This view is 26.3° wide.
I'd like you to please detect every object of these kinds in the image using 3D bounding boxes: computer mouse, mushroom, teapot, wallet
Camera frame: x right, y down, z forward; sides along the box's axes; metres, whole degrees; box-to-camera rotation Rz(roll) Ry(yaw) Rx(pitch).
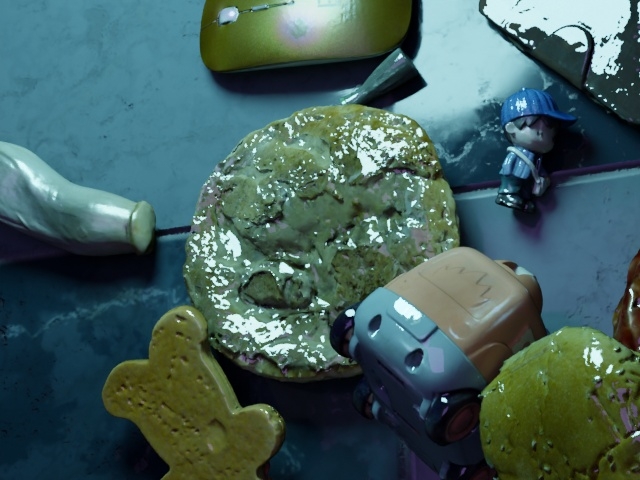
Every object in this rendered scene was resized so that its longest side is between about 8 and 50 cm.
[{"bbox_3d":[-0.028,-0.305,1.847,0.310,0.072,0.158,-3,73,22],"label":"computer mouse"},{"bbox_3d":[-0.377,-0.054,1.907,0.351,0.097,0.109,23,88,21],"label":"mushroom"},{"bbox_3d":[0.073,-0.202,1.795,0.110,0.043,0.043,-37,66,11],"label":"teapot"},{"bbox_3d":[0.344,-0.270,1.695,0.165,0.042,0.309,-49,59,4],"label":"wallet"}]

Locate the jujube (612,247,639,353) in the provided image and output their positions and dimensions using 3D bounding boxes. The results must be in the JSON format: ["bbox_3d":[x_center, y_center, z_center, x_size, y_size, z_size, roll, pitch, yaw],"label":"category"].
[{"bbox_3d":[0.445,0.161,1.436,0.276,0.276,0.377,-2,90,21],"label":"jujube"}]

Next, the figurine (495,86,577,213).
[{"bbox_3d":[0.256,-0.111,1.685,0.087,0.086,0.149,19,95,49],"label":"figurine"}]

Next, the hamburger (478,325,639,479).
[{"bbox_3d":[0.289,0.213,1.320,0.211,0.132,0.309,-51,58,46],"label":"hamburger"}]

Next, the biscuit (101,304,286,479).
[{"bbox_3d":[-0.135,0.264,1.725,0.216,0.047,0.340,-45,75,23],"label":"biscuit"}]

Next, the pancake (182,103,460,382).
[{"bbox_3d":[-0.001,0.001,1.745,0.387,0.082,0.387,-6,74,24],"label":"pancake"}]

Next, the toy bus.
[{"bbox_3d":[0.160,0.136,1.553,0.232,0.288,0.194,-42,52,-15],"label":"toy bus"}]
